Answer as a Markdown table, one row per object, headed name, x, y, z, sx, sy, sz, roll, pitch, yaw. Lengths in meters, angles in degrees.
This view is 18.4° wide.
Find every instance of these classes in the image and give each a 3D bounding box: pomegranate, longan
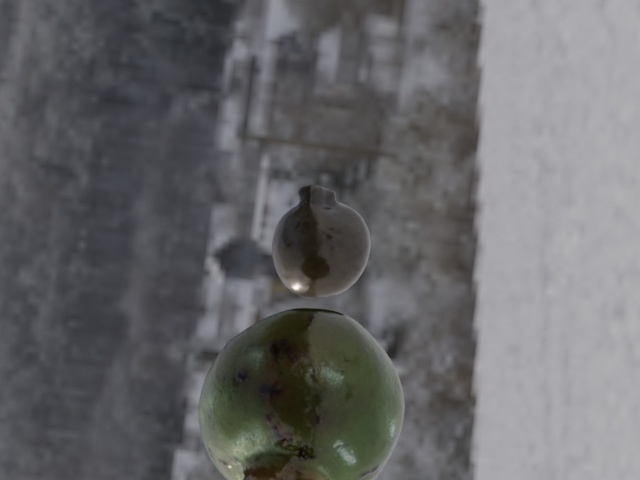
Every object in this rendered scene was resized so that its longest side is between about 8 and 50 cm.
| name | x | y | z | sx | sy | sz | roll | pitch | yaw |
| --- | --- | --- | --- | --- | --- | --- | --- | --- | --- |
| pomegranate | -0.030 | 0.160 | 1.854 | 0.241 | 0.190 | 0.159 | -39 | -21 | -33 |
| longan | 0.000 | 0.000 | 2.051 | 0.106 | 0.106 | 0.119 | -104 | 8 | -81 |
